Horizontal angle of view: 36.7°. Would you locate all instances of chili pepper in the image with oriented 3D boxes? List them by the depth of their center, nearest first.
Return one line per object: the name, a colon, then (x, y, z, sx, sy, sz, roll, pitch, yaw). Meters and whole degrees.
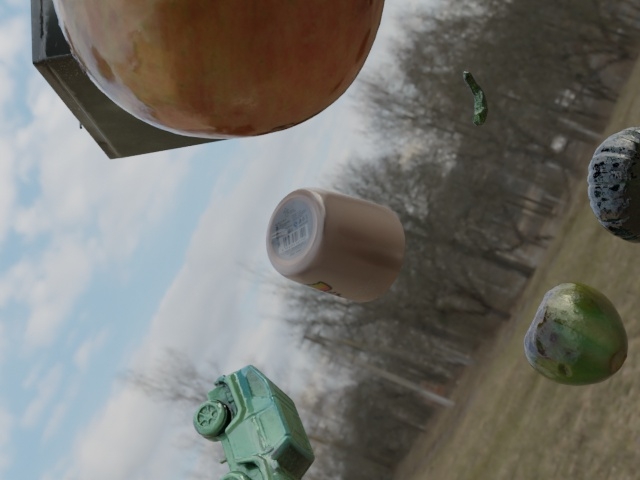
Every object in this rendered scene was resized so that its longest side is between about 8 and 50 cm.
chili pepper: (0.332, -0.301, 2.032, 0.055, 0.035, 0.118, -17, -85, -58)

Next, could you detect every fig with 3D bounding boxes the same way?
fig: (0.448, 0.168, 1.684, 0.181, 0.191, 0.181, -17, -57, -27)

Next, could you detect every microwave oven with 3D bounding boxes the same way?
microwave oven: (-0.347, -0.376, 1.945, 0.432, 0.374, 0.236, 71, -169, -70)

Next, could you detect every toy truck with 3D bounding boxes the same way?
toy truck: (-0.107, 0.361, 1.661, 0.156, 0.279, 0.155, -31, -41, 7)

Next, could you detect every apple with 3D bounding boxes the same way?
apple: (-0.110, -0.323, 1.047, 0.346, 0.391, 0.391, 91, -159, -50)

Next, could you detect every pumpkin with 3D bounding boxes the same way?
pumpkin: (0.540, -0.092, 1.613, 0.140, 0.202, 0.202, 8, 74, 64)

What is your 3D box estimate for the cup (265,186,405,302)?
cup: (0.000, 0.000, 1.808, 0.200, 0.253, 0.191, 17, -95, -41)
